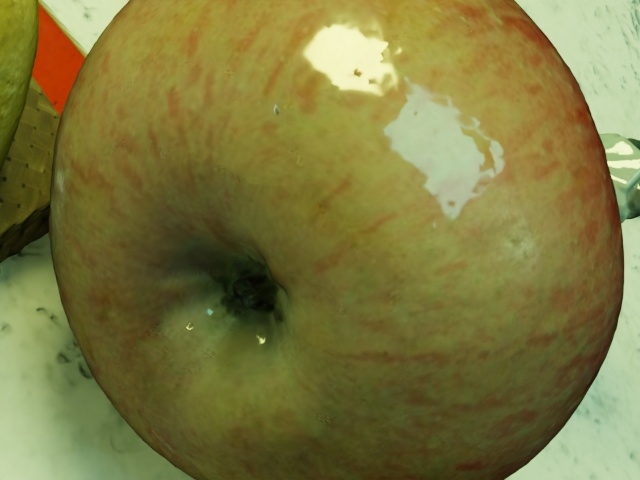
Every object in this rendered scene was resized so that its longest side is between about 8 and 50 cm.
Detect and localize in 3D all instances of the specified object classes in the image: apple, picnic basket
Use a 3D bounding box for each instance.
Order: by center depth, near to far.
[{"bbox_3d":[0.000,0.000,0.713,0.269,0.344,0.345,-23,88,-41],"label":"apple"},{"bbox_3d":[-0.215,-0.084,0.748,0.110,0.055,0.193,-37,98,-43],"label":"picnic basket"}]

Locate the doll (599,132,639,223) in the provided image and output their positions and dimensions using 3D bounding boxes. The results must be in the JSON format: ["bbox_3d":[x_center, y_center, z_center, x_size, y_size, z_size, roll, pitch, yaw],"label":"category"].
[{"bbox_3d":[0.116,-0.018,0.921,0.258,0.153,0.195,24,63,19],"label":"doll"}]

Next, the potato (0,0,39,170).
[{"bbox_3d":[-0.213,-0.116,0.621,0.178,0.158,0.204,10,56,-32],"label":"potato"}]
